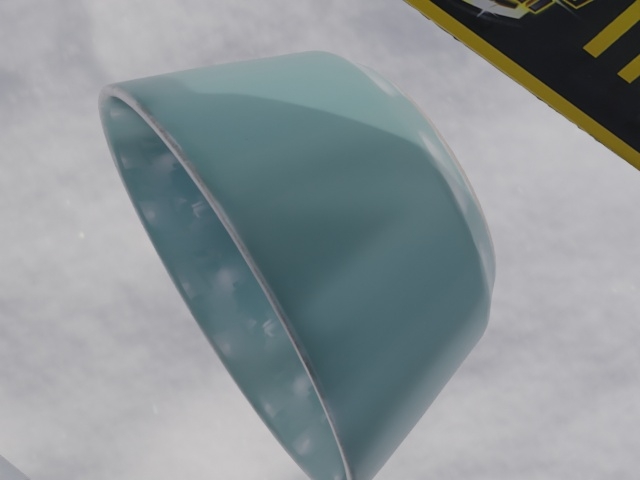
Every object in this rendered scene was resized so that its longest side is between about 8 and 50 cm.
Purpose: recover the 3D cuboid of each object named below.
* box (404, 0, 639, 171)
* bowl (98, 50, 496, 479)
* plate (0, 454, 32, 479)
[{"bbox_3d":[0.163,-0.119,0.571,0.322,0.257,0.079,32,129,-20],"label":"box"},{"bbox_3d":[0.000,0.000,0.940,0.163,0.311,0.311,-31,128,-15],"label":"bowl"},{"bbox_3d":[-0.316,0.147,0.943,0.277,0.278,0.045,38,96,3],"label":"plate"}]
